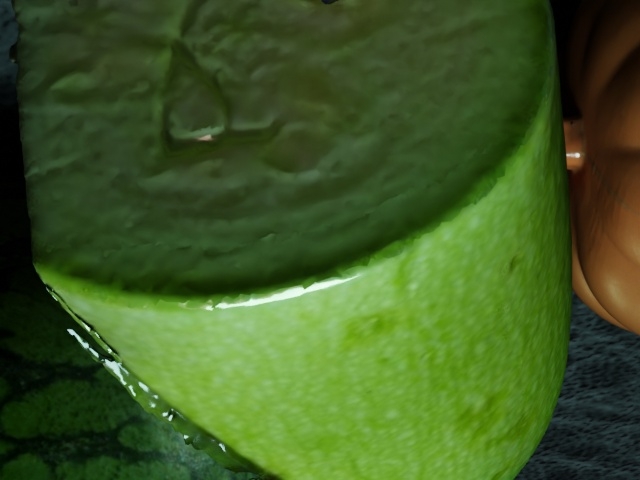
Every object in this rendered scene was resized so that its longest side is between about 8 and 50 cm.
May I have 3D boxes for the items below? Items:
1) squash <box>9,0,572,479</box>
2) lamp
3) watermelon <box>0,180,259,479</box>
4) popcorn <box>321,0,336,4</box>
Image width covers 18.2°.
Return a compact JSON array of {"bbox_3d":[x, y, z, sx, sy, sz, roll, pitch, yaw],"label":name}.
[{"bbox_3d":[0.000,0.000,0.836,0.210,0.234,0.309,-9,148,-3],"label":"squash"},{"bbox_3d":[0.171,-0.041,0.881,0.163,0.188,0.188,0,146,-14],"label":"lamp"},{"bbox_3d":[-0.130,0.143,0.920,0.363,0.363,0.363,-9,148,-6],"label":"watermelon"},{"bbox_3d":[0.018,-0.167,0.589,0.266,0.192,0.233,0,-175,44],"label":"popcorn"}]
